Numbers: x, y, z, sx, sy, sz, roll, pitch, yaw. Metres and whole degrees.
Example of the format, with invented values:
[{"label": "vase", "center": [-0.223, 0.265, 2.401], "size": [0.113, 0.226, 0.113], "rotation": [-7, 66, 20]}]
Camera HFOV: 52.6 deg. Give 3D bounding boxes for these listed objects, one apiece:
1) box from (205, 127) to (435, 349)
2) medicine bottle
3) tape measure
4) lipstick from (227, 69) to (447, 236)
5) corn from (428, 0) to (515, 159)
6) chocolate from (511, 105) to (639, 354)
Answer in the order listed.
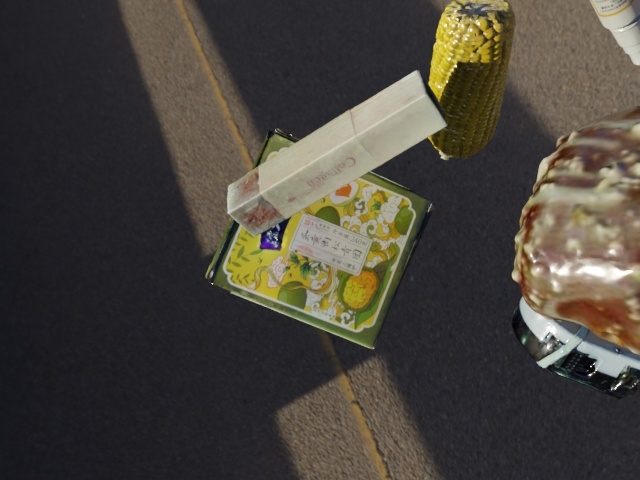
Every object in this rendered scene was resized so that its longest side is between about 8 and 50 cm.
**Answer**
[{"label": "box", "center": [0.000, 0.000, 1.489], "size": [0.420, 0.138, 0.373], "rotation": [23, 87, -7]}, {"label": "medicine bottle", "center": [0.474, -0.375, 1.012], "size": [0.092, 0.220, 0.061], "rotation": [-53, 34, -6]}, {"label": "tape measure", "center": [0.396, 0.135, 1.006], "size": [0.181, 0.107, 0.182], "rotation": [19, 35, -5]}, {"label": "lipstick", "center": [0.018, -0.133, 1.038], "size": [0.371, 0.076, 0.080], "rotation": [-29, 40, 21]}, {"label": "corn", "center": [0.258, -0.279, 1.139], "size": [0.144, 0.387, 0.144], "rotation": [-2, 63, 4]}, {"label": "chocolate", "center": [0.365, -0.026, 0.815], "size": [0.210, 0.225, 0.340], "rotation": [12, 62, 32]}]
